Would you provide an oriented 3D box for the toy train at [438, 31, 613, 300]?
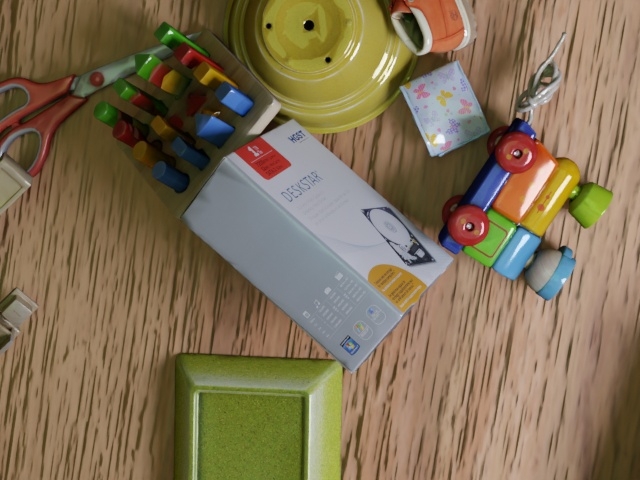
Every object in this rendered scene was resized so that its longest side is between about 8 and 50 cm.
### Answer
[{"bbox_3d":[0.239,-0.070,1.464,0.143,0.105,0.248,32,98,-4],"label":"toy train"}]

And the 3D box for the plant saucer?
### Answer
[{"bbox_3d":[-0.073,0.222,1.554,0.188,0.045,0.188,2,94,9],"label":"plant saucer"}]

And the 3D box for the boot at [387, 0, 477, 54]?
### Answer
[{"bbox_3d":[0.097,-0.265,1.473,0.059,0.084,0.158,-27,87,51],"label":"boot"}]

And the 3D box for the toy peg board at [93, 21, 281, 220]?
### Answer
[{"bbox_3d":[-0.151,-0.134,1.488,0.161,0.079,0.160,-50,47,10],"label":"toy peg board"}]

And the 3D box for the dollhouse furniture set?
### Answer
[{"bbox_3d":[-0.352,0.010,1.583,0.182,0.101,0.161,-42,111,9],"label":"dollhouse furniture set"}]

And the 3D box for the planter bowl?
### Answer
[{"bbox_3d":[-0.005,-0.221,1.496,0.217,0.090,0.217,0,93,9],"label":"planter bowl"}]

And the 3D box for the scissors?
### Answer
[{"bbox_3d":[-0.266,-0.178,1.576,0.297,0.021,0.109,-37,87,10],"label":"scissors"}]

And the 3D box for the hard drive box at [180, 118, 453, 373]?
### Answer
[{"bbox_3d":[0.000,0.000,1.454,0.232,0.181,0.089,41,117,5],"label":"hard drive box"}]

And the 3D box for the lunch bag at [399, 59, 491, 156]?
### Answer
[{"bbox_3d":[0.131,-0.135,1.498,0.071,0.053,0.083,-26,79,8],"label":"lunch bag"}]
